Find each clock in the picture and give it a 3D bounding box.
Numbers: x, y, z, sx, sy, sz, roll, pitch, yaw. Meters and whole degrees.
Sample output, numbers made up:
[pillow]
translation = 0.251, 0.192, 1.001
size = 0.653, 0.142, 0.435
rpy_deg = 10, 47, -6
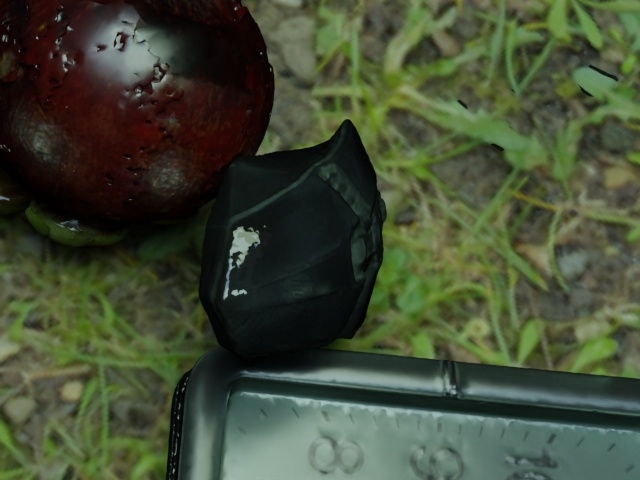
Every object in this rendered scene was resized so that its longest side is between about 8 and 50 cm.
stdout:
[clock]
translation = 0.055, 0.192, 0.819
size = 0.279, 0.049, 0.273
rpy_deg = 7, 65, -6

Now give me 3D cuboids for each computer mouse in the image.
[computer mouse]
translation = 0.000, 0.000, 0.834
size = 0.062, 0.106, 0.192
rpy_deg = 1, 18, 25

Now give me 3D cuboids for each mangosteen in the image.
[mangosteen]
translation = -0.113, -0.071, 0.853
size = 0.166, 0.180, 0.166
rpy_deg = 18, 39, -15
